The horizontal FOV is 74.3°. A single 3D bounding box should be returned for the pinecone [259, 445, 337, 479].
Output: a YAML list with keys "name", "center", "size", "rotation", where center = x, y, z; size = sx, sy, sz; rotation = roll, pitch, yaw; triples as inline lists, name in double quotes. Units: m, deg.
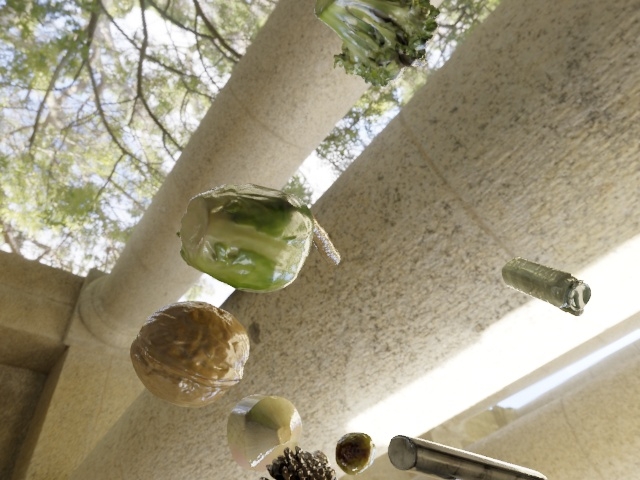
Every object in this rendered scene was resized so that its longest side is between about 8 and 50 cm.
- name: "pinecone"
  center: [-0.053, 0.640, 1.064]
  size: [0.229, 0.202, 0.201]
  rotation: [44, -109, -2]

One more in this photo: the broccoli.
- name: "broccoli"
  center: [0.104, -0.434, 0.810]
  size: [0.243, 0.263, 0.247]
  rotation: [-4, -132, -42]

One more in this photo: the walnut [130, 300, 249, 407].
- name: "walnut"
  center: [-0.359, 0.312, 1.181]
  size: [0.313, 0.252, 0.277]
  rotation: [27, -126, 4]

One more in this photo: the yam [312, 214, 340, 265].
- name: "yam"
  center: [0.000, 0.000, 1.690]
  size: [0.081, 0.081, 0.357]
  rotation: [65, -173, 33]

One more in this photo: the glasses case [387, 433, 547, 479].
- name: "glasses case"
  center: [0.286, 0.445, 0.823]
  size: [0.299, 0.114, 0.060]
  rotation: [20, -113, -12]

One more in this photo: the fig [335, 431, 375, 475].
- name: "fig"
  center: [0.123, 0.736, 1.470]
  size: [0.153, 0.121, 0.136]
  rotation: [-20, -135, -18]

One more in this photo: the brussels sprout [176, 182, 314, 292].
- name: "brussels sprout"
  center: [-0.179, -0.017, 1.132]
  size: [0.315, 0.276, 0.371]
  rotation: [36, -159, 25]

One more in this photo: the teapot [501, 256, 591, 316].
- name: "teapot"
  center: [0.544, 0.116, 1.020]
  size: [0.107, 0.077, 0.200]
  rotation: [62, 169, -20]

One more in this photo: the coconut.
- name: "coconut"
  center: [-0.190, 0.652, 1.453]
  size: [0.259, 0.259, 0.259]
  rotation: [33, -150, -22]

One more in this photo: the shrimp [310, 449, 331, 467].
- name: "shrimp"
  center: [-0.095, 0.920, 1.416]
  size: [0.085, 0.272, 0.445]
  rotation: [44, -147, -12]
